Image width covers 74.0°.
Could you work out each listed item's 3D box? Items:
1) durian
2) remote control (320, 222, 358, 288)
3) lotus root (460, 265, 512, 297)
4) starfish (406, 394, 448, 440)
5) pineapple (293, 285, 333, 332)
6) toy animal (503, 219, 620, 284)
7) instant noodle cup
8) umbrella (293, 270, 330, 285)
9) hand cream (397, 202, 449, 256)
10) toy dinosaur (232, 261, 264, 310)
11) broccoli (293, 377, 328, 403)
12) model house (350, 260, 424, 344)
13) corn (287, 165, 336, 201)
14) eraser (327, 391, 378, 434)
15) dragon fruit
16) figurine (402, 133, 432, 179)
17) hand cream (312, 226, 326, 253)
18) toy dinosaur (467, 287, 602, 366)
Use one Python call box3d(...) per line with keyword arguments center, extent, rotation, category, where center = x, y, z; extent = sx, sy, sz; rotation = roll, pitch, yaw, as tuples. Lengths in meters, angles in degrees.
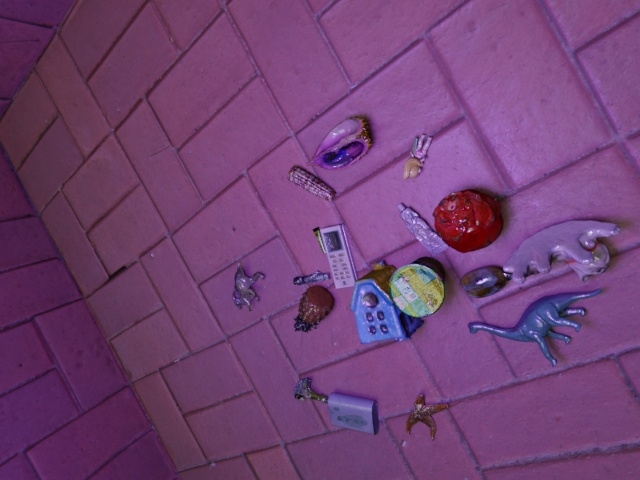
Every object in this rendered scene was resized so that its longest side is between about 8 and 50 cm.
box3d(center=(0.095, -0.396, 1.709), extent=(0.260, 0.153, 0.187), rotation=(-8, 77, 35), category="durian")
box3d(center=(0.084, 0.071, 1.876), extent=(0.102, 0.055, 0.277), rotation=(-12, 98, 29), category="remote control")
box3d(center=(0.626, 0.152, 1.596), extent=(0.192, 0.088, 0.113), rotation=(-25, 107, 30), category="lotus root")
box3d(center=(0.464, 0.782, 1.875), extent=(0.138, 0.050, 0.248), rotation=(22, 120, 20), category="starfish")
box3d(center=(-0.055, 0.340, 1.979), extent=(0.158, 0.158, 0.279), rotation=(42, 129, 12), category="pineapple")
box3d(center=(0.800, 0.074, 1.431), extent=(0.308, 0.188, 0.266), rotation=(-50, 38, -6), category="toy animal")
box3d(center=(0.394, 0.159, 1.633), extent=(0.207, 0.232, 0.207), rotation=(6, 104, 24), category="instant noodle cup")
box3d(center=(-0.044, 0.176, 1.975), extent=(0.188, 0.046, 0.050), rotation=(-11, 118, 29), category="umbrella")
box3d(center=(0.396, -0.048, 1.689), extent=(0.084, 0.050, 0.257), rotation=(-41, 86, 27), category="hand cream")
box3d(center=(-0.382, 0.249, 2.155), extent=(0.162, 0.077, 0.294), rotation=(25, 114, 20), category="toy dinosaur")
box3d(center=(-0.035, 0.764, 2.109), extent=(0.204, 0.118, 0.122), rotation=(24, 83, 4), category="broccoli")
box3d(center=(0.253, 0.246, 1.733), extent=(0.215, 0.237, 0.303), rotation=(-19, 91, 32), category="model house")
box3d(center=(-0.041, -0.243, 1.851), extent=(0.237, 0.079, 0.080), rotation=(34, 116, 12), category="corn")
box3d(center=(0.156, 0.822, 2.022), extent=(0.226, 0.081, 0.174), rotation=(1, 106, 25), category="eraser")
box3d(center=(0.519, -0.070, 1.501), extent=(0.240, 0.252, 0.241), rotation=(-4, 72, 14), category="dragon fruit")
box3d(center=(0.364, -0.316, 1.621), extent=(0.083, 0.083, 0.187), rotation=(30, 105, 18), category="figurine")
box3d(center=(0.000, 0.000, 1.921), extent=(0.036, 0.023, 0.122), rotation=(-22, 89, 34), category="hand cream")
box3d(center=(0.760, 0.260, 1.560), extent=(0.330, 0.129, 0.384), rotation=(29, 114, 28), category="toy dinosaur")
